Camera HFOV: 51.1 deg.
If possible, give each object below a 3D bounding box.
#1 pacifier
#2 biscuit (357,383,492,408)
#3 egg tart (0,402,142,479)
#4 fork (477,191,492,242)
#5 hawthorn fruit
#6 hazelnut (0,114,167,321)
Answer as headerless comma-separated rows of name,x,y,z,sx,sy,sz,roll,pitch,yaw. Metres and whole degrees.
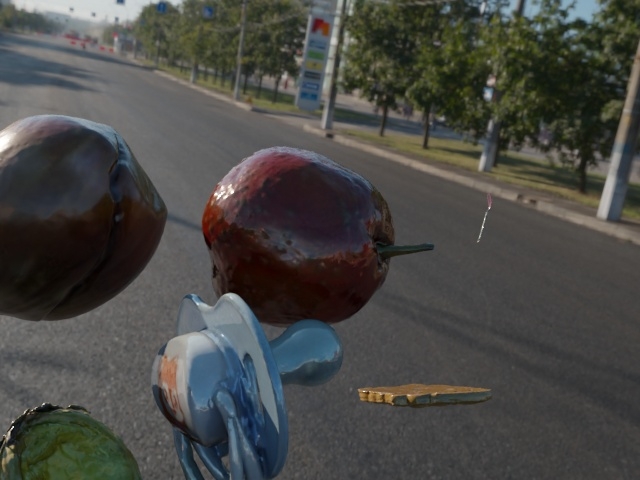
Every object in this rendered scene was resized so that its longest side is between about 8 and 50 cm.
pacifier,-0.072,0.171,0.819,0.233,0.244,0.299,-17,5,-29
biscuit,0.183,0.277,1.194,0.250,0.035,0.162,-8,-4,30
egg tart,-0.392,0.388,1.028,0.279,0.095,0.279,45,22,-24
fork,0.311,-0.042,1.265,0.012,0.115,0.016,15,-29,8
hawthorn fruit,0.000,0.000,0.978,0.330,0.287,0.287,5,12,14
hazelnut,-0.436,-0.037,1.116,0.315,0.372,0.372,21,16,30
